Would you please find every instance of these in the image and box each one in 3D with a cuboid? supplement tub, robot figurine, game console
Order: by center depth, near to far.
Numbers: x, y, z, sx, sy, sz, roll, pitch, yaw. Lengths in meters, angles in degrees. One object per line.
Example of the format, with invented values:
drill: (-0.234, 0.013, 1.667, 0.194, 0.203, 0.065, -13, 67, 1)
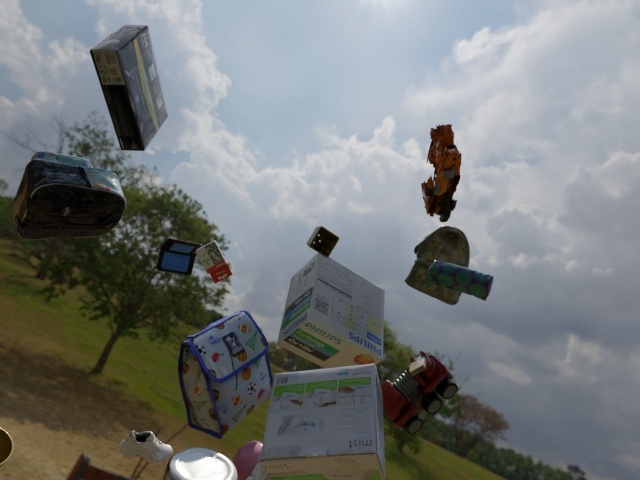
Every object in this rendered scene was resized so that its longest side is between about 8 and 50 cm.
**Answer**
supplement tub: (-0.378, 0.798, 1.305, 0.206, 0.339, 0.207, 17, 6, -2)
robot figurine: (0.364, -0.194, 1.394, 0.084, 0.211, 0.291, -2, -40, 2)
game console: (-0.549, 0.064, 1.784, 0.143, 0.085, 0.124, 14, -35, -34)

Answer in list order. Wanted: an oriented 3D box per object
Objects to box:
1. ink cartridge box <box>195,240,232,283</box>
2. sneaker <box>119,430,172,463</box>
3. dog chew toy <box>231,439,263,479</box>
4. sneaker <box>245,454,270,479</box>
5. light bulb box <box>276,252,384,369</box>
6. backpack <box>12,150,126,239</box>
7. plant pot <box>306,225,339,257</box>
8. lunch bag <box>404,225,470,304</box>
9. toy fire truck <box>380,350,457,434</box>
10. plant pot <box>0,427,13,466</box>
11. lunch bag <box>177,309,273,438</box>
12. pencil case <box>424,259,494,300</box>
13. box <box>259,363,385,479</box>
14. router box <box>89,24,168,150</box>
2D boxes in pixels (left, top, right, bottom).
ink cartridge box: (-0.308, 0.065, 1.329, 0.115, 0.062, 0.029, 64, -6, -9)
sneaker: (-0.730, 0.878, 1.960, 0.232, 0.115, 0.090, 29, 12, -33)
dog chew toy: (-0.246, 0.893, 1.611, 0.206, 0.332, 0.207, 18, -21, 7)
sneaker: (-0.156, 0.627, 1.123, 0.129, 0.298, 0.111, 2, -32, 13)
light bulb box: (0.054, 0.302, 1.834, 0.357, 0.361, 0.225, 31, -51, -18)
backpack: (-0.674, -0.112, 1.243, 0.253, 0.191, 0.225, 5, -43, -44)
plant pot: (0.000, 0.000, 1.536, 0.081, 0.081, 0.083, 33, -3, -20)
lunch bag: (0.450, 0.077, 1.679, 0.212, 0.256, 0.305, 24, 3, 17)
toy fire truck: (0.251, 0.401, 1.267, 0.246, 0.217, 0.158, 51, -6, -34)
plant pot: (-0.843, 0.533, 1.113, 0.134, 0.095, 0.134, 34, 11, -7)
lunch bag: (-0.368, 0.505, 1.792, 0.238, 0.327, 0.386, -1, -77, 36)
pencil case: (0.333, 0.094, 1.097, 0.151, 0.065, 0.070, 16, -23, 20)
box: (0.013, 0.428, 1.072, 0.261, 0.231, 0.127, -9, -54, 11)
router box: (-0.577, -0.472, 1.415, 0.080, 0.243, 0.309, 3, -50, 3)
